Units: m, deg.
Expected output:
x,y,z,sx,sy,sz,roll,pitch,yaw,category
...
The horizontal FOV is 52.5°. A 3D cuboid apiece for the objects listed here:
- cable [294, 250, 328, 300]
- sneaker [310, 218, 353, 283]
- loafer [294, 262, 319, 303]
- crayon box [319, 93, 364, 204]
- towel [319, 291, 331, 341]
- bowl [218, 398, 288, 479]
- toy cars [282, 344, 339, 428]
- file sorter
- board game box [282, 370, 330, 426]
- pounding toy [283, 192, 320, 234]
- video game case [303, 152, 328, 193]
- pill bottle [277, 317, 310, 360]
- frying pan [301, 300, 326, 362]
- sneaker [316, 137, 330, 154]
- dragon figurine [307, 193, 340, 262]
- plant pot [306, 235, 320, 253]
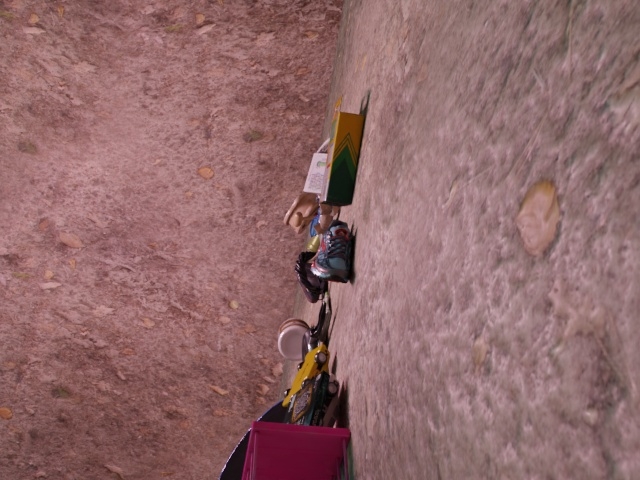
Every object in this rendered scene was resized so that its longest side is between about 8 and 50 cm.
x,y,z,sx,sy,sz,roll,pitch,yaw,category
-0.033,0.108,2.204,0.047,0.150,0.184,-31,35,30,cable
0.035,0.020,1.742,0.262,0.104,0.125,-93,15,-66,sneaker
-0.044,0.154,2.435,0.302,0.109,0.095,-121,36,-78,loafer
0.068,-0.271,2.017,0.203,0.083,0.322,-161,80,-85,crayon box
0.016,0.241,2.062,0.152,0.023,0.113,-88,11,-71,towel
-0.142,0.585,1.732,0.391,0.077,0.391,-45,12,13,bowl
-0.009,0.395,1.620,0.176,0.087,0.393,-49,11,5,toy cars
-0.061,0.543,1.341,0.182,0.202,0.290,-92,12,-53,file sorter
-0.040,0.390,1.459,0.126,0.026,0.186,-44,13,28,board game box
-0.036,-0.093,2.551,0.269,0.155,0.154,-39,-19,-48,pounding toy
0.018,-0.230,2.241,0.157,0.019,0.143,11,83,43,video game case
-0.097,0.365,2.458,0.229,0.131,0.131,-130,50,-84,pill bottle
-0.017,0.333,1.959,0.326,0.053,0.197,104,161,-62,frying pan
0.030,-0.299,2.409,0.297,0.111,0.129,110,174,-61,sneaker
0.011,-0.050,2.248,0.144,0.085,0.289,121,158,-77,dragon figurine
0.000,0.000,2.393,0.083,0.083,0.079,-96,27,-71,plant pot
